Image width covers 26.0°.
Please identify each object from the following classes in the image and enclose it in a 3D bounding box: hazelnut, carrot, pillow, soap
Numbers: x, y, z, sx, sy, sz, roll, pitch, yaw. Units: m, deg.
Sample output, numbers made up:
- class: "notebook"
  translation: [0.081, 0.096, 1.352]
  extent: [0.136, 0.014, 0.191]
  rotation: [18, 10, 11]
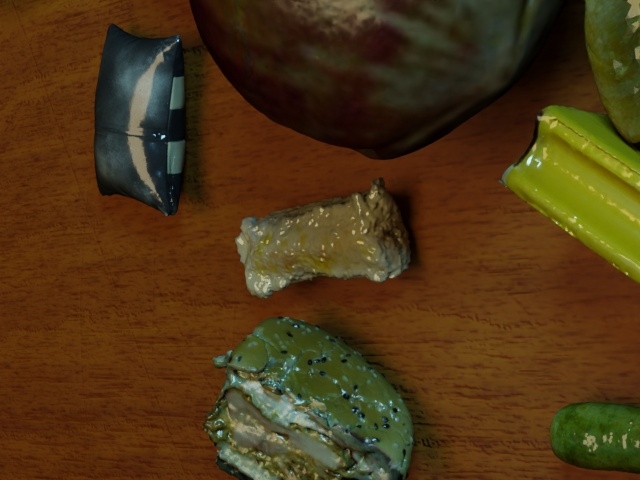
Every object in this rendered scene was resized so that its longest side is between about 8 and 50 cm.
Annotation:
- class: "hazelnut"
  translation: [0.073, -0.300, 1.399]
  extent: [0.402, 0.402, 0.429]
  rotation: [46, 113, 28]
- class: "carrot"
  translation: [0.392, 0.201, 1.395]
  extent: [0.358, 0.074, 0.074]
  rotation: [-5, 95, 41]
- class: "pillow"
  translation: [-0.251, -0.169, 1.914]
  extent: [0.186, 0.106, 0.250]
  rotation: [15, 106, 49]
- class: "soap"
  translation: [0.348, -0.009, 1.302]
  extent: [0.324, 0.204, 0.096]
  rotation: [39, 113, 31]

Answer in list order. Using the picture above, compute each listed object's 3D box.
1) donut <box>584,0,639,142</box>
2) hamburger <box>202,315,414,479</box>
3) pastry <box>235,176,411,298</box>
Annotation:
- class: "donut"
  translation: [0.404, -0.207, 1.233]
  extent: [0.360, 0.170, 0.360]
  rotation: [6, 99, 42]
- class: "hamburger"
  translation: [-0.007, 0.218, 1.712]
  extent: [0.288, 0.192, 0.168]
  rotation: [31, 128, 7]
- class: "pastry"
  translation: [0.002, 0.006, 1.714]
  extent: [0.258, 0.089, 0.122]
  rotation: [-14, 84, 46]
